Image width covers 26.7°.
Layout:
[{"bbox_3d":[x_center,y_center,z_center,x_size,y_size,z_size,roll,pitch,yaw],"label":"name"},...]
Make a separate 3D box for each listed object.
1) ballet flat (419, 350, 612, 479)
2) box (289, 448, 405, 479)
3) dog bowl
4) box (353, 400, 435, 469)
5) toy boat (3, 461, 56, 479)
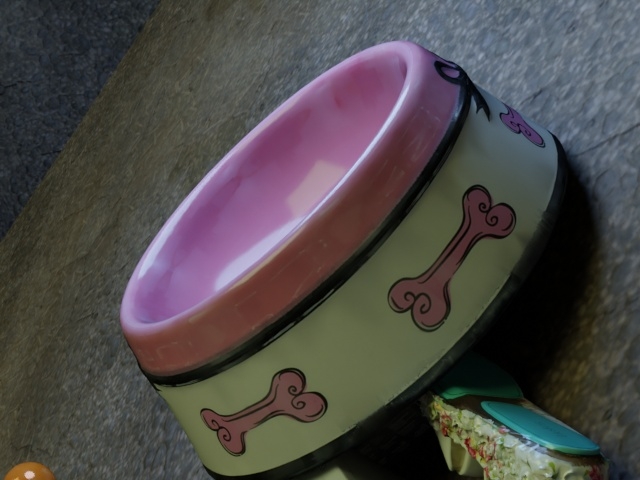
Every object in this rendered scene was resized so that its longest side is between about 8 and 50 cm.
[{"bbox_3d":[0.122,0.144,0.965,0.241,0.091,0.077,-139,57,-70],"label":"ballet flat"},{"bbox_3d":[0.022,0.219,1.043,0.087,0.102,0.101,-55,23,5],"label":"box"},{"bbox_3d":[0.000,0.000,1.132,0.408,0.150,0.408,-38,20,17],"label":"dog bowl"},{"bbox_3d":[0.019,0.145,1.195,0.220,0.051,0.175,-44,27,30],"label":"box"},{"bbox_3d":[-0.281,0.300,1.439,0.151,0.151,0.231,-42,10,-27],"label":"toy boat"}]
